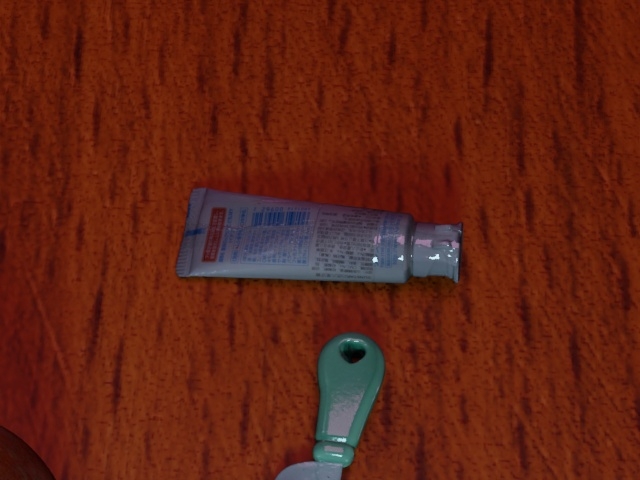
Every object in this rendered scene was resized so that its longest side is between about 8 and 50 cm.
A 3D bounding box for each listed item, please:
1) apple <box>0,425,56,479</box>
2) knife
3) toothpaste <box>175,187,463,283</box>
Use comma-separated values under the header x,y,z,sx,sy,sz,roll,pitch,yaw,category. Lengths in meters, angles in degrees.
x,y,z,sx,sy,sz,roll,pitch,yaw,category
-0.296,0.239,1.370,0.254,0.253,0.253,2,59,-3,apple
-0.004,0.188,1.538,0.063,0.034,0.260,13,63,6,knife
0.000,0.000,1.638,0.234,0.057,0.089,5,57,7,toothpaste
